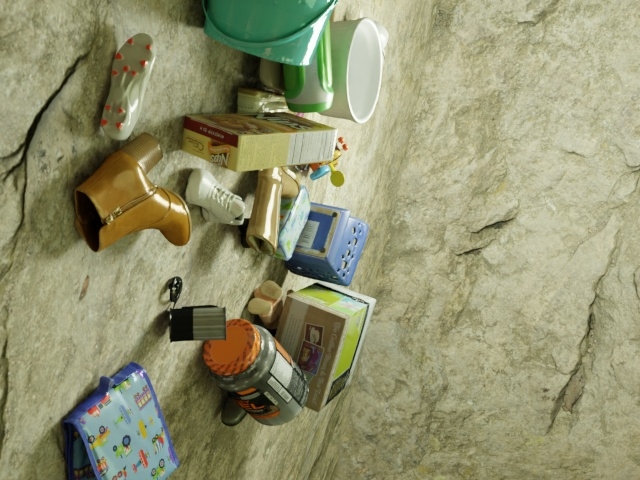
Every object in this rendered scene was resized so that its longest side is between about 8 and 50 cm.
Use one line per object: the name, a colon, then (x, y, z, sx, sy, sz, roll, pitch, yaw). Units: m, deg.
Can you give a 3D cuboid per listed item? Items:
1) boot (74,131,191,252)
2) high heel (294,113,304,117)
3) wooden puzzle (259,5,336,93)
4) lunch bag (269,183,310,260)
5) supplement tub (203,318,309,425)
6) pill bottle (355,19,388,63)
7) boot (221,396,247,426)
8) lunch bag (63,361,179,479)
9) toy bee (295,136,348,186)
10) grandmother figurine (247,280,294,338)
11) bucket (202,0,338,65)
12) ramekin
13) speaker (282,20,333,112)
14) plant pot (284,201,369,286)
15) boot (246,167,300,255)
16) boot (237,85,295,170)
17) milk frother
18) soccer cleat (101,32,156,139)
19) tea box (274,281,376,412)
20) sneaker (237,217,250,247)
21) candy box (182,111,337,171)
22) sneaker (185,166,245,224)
boot: (-0.364, -0.042, 1.311, 0.211, 0.104, 0.295, -54, 150, -36)
high heel: (-0.110, -0.311, 1.915, 0.117, 0.082, 0.244, 90, 16, -56)
wooden puzzle: (-0.070, -0.537, 1.787, 0.348, 0.080, 0.322, -5, 102, -67)
lunch bag: (-0.107, -0.058, 2.101, 0.176, 0.090, 0.219, 71, 38, -60)
supplement tub: (-0.185, 0.379, 1.962, 0.338, 0.207, 0.207, 57, 48, -45)
pill bottle: (0.121, -0.579, 2.249, 0.162, 0.162, 0.278, 61, 47, -67)
boot: (-0.258, 0.437, 2.119, 0.246, 0.083, 0.161, -62, 149, -41)
lunch bag: (-0.434, 0.422, 1.457, 0.221, 0.138, 0.293, -41, 134, -57)
toy bee: (0.022, -0.258, 2.160, 0.195, 0.162, 0.298, 59, 10, -17)
grandmother figurine: (-0.150, 0.250, 2.245, 0.208, 0.104, 0.342, -46, 157, -19)
bucket: (-0.108, -0.491, 1.418, 0.281, 0.281, 0.183, -36, 147, -64)
ramekin: (0.061, -0.461, 1.846, 0.277, 0.135, 0.277, 9, 90, -68)
speaker: (-0.035, -0.463, 1.628, 0.131, 0.131, 0.296, -47, 138, -57)
plant pot: (0.000, 0.000, 2.271, 0.212, 0.236, 0.236, 44, 62, -63)
boot: (-0.134, -0.082, 1.889, 0.236, 0.089, 0.269, 48, 40, -56)
boot: (-0.149, -0.284, 1.759, 0.262, 0.095, 0.203, -18, 121, -69)
milk frother: (-0.293, 0.164, 1.626, 0.129, 0.135, 0.143, -103, -165, -51)
soccer cleat: (-0.343, -0.274, 1.220, 0.076, 0.068, 0.196, 75, 32, -86)
tea box: (0.000, 0.337, 2.258, 0.323, 0.220, 0.329, -15, 123, -69)
sneaker: (-0.200, -0.018, 1.908, 0.170, 0.051, 0.089, 2, 98, -76)
candy box: (-0.133, -0.230, 1.549, 0.316, 0.183, 0.087, -15, 122, -47)
sneaker: (-0.236, -0.101, 1.606, 0.232, 0.115, 0.090, 55, 53, -69)
